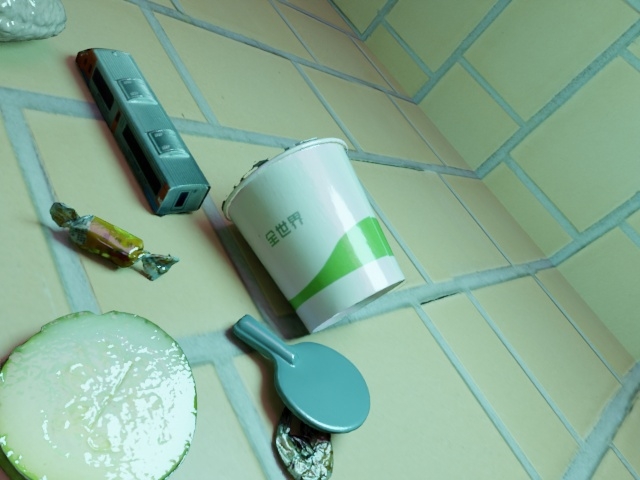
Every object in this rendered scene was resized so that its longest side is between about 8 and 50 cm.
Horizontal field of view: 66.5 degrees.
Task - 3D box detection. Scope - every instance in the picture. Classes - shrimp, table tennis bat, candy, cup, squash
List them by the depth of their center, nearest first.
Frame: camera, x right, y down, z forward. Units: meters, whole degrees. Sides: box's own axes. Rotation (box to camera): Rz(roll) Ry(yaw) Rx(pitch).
[{"bbox_3d":[-0.243,0.181,0.542,0.219,0.041,0.219,26,40,-24],"label":"squash"},{"bbox_3d":[-0.290,0.007,0.681,0.182,0.053,0.046,29,47,-22],"label":"candy"},{"bbox_3d":[-0.020,0.261,0.692,0.091,0.034,0.160,27,35,-22],"label":"shrimp"},{"bbox_3d":[-0.030,0.191,0.724,0.237,0.038,0.149,35,32,6],"label":"table tennis bat"},{"bbox_3d":[0.000,0.000,0.846,0.253,0.253,0.273,-11,67,-53],"label":"cup"}]

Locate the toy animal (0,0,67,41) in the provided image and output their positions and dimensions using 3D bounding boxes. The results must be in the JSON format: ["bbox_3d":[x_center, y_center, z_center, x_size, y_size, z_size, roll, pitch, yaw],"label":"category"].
[{"bbox_3d":[-0.588,-0.434,0.750,0.359,0.188,0.226,24,30,-27],"label":"toy animal"}]

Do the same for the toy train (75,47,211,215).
[{"bbox_3d":[-0.330,-0.224,0.883,0.086,0.089,0.409,-10,59,-47],"label":"toy train"}]
